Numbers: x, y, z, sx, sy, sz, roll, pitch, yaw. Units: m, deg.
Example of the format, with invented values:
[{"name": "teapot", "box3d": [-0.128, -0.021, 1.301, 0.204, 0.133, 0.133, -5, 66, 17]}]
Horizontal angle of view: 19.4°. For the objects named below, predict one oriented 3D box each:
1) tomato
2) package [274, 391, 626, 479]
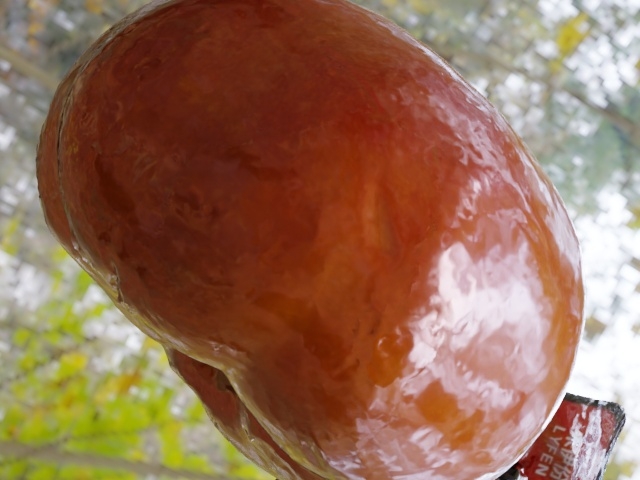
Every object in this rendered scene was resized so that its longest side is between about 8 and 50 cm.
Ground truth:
[{"name": "tomato", "box3d": [-0.002, -0.002, 0.824, 0.180, 0.260, 0.260, -49, -152, -10]}, {"name": "package", "box3d": [0.099, 0.186, 1.516, 0.071, 0.269, 0.194, -111, -142, -52]}]
